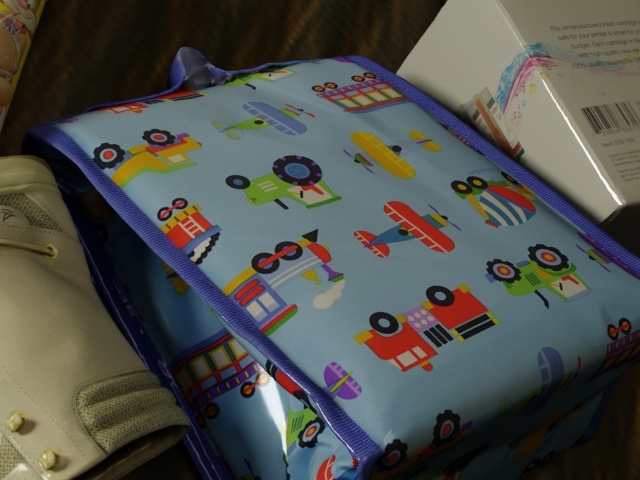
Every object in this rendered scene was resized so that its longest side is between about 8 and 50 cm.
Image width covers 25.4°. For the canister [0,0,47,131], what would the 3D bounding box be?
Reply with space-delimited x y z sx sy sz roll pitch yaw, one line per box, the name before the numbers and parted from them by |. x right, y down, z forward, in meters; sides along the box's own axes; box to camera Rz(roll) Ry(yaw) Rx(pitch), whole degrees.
canister | -0.206 -0.116 0.727 0.126 0.073 0.170 20 51 -16

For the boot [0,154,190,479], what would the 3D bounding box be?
boot | -0.173 0.057 0.616 0.213 0.077 0.165 -19 70 -41

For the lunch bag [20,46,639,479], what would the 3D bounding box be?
lunch bag | 0.000 0.000 0.737 0.221 0.138 0.293 -20 59 -36

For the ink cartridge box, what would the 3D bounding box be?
ink cartridge box | 0.147 -0.065 0.855 0.128 0.127 0.176 -9 62 -34
